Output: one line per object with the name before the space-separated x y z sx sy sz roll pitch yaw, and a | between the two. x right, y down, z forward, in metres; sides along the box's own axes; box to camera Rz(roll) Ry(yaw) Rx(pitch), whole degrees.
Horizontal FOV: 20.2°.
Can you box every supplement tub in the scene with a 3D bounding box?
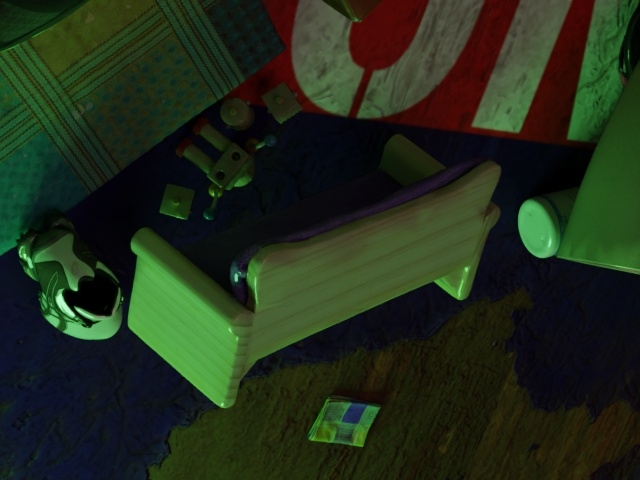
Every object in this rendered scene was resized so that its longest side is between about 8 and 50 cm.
supplement tub | 0.283 -0.024 2.017 0.107 0.071 0.071 -14 125 -25

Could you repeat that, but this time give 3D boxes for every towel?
towel | -0.230 -0.165 1.614 0.370 0.040 0.271 -37 132 -9
towel | 0.028 0.206 2.038 0.083 0.009 0.060 14 109 -38

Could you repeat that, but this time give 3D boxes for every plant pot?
plant pot | 0.398 -0.092 1.894 0.256 0.256 0.274 10 90 -37

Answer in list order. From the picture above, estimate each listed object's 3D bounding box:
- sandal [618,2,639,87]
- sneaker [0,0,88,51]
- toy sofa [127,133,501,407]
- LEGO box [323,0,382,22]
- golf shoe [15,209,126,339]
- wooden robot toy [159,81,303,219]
sandal | 0.353 -0.193 1.976 0.067 0.040 0.179 -23 131 -21
sneaker | -0.327 -0.202 1.394 0.482 0.202 0.185 -31 105 -15
toy sofa | 0.000 0.000 1.727 0.362 0.150 0.177 -22 138 -39
LEGO box | 0.027 -0.467 1.370 0.372 0.193 0.500 -46 150 -8
golf shoe | -0.224 0.059 1.704 0.077 0.094 0.198 -40 150 -8
wooden robot toy | -0.087 -0.086 1.755 0.173 0.076 0.079 -50 168 4
